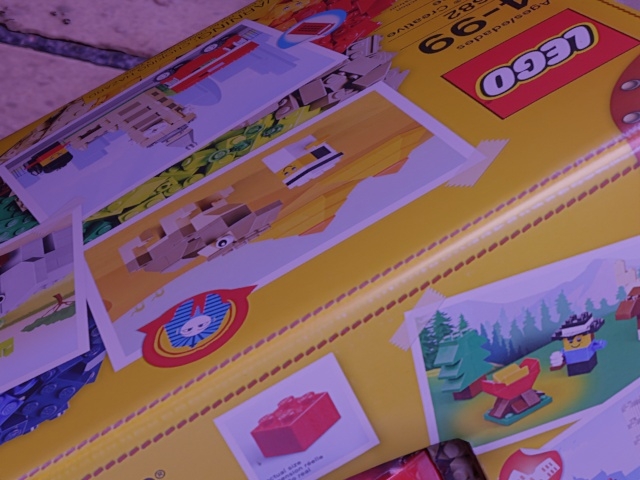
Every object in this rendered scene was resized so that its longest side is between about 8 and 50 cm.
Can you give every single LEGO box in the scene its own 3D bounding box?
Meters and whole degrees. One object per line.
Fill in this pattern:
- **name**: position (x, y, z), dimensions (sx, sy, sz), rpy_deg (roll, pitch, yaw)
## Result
- **LEGO box**: position (-0.070, 0.064, 0.649), dimensions (0.500, 0.193, 0.372), rpy_deg (-30, 28, -5)

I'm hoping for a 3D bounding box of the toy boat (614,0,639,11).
- **toy boat**: position (0.372, -0.172, 1.058), dimensions (0.318, 0.148, 0.267), rpy_deg (-13, 53, -5)
